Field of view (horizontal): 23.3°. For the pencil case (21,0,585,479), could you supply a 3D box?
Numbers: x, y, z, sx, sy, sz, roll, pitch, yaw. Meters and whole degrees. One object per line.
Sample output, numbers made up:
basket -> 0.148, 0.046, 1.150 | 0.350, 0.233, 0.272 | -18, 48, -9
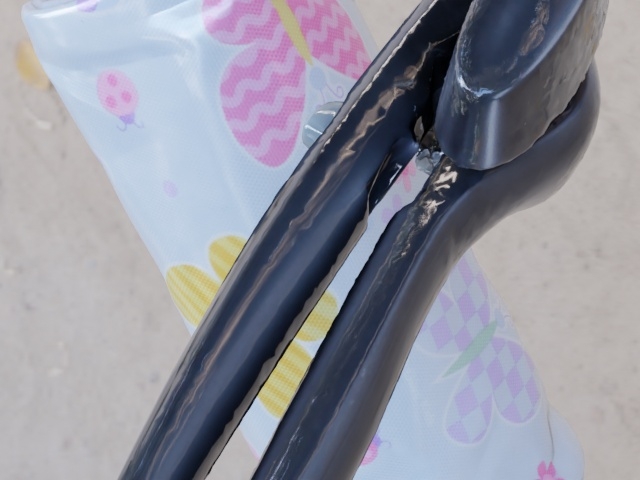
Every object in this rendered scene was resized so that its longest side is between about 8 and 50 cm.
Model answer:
pencil case -> 0.000, 0.000, 0.571 | 0.113, 0.124, 0.273 | -14, 110, 33

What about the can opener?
can opener -> 0.009, 0.000, 0.347 | 0.059, 0.073, 0.186 | 22, 63, 27
